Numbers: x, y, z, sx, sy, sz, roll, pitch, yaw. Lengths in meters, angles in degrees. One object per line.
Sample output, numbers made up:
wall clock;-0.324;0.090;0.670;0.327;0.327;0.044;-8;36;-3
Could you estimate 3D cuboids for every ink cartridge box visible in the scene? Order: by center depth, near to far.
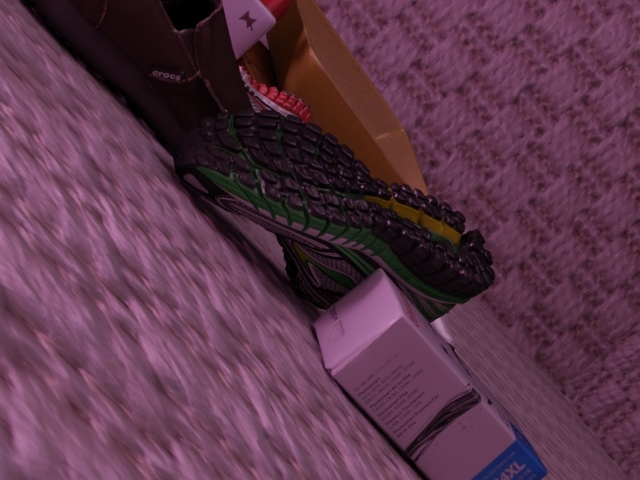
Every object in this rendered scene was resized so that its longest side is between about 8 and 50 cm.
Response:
ink cartridge box;0.095;0.138;1.512;0.203;0.086;0.148;48;6;-16

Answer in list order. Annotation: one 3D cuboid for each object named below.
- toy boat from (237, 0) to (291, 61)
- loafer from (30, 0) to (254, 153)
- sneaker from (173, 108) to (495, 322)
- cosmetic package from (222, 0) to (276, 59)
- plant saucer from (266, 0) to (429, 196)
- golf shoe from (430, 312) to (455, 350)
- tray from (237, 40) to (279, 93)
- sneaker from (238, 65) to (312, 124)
toy boat;-0.119;-0.309;2.102;0.151;0.231;0.151;45;-29;-9
loafer;-0.129;-0.170;1.616;0.366;0.130;0.134;44;7;-42
sneaker;0.000;0.000;1.592;0.343;0.146;0.134;30;32;-29
cosmetic package;-0.164;-0.264;1.881;0.151;0.151;0.183;47;5;-21
plant saucer;0.028;-0.180;2.345;0.333;0.081;0.333;52;13;-28
golf shoe;0.161;0.071;2.421;0.077;0.094;0.198;43;18;-55
tray;-0.052;-0.167;2.355;0.411;0.076;0.203;42;19;-59
sneaker;-0.103;-0.133;1.780;0.225;0.092;0.088;24;-18;-35
